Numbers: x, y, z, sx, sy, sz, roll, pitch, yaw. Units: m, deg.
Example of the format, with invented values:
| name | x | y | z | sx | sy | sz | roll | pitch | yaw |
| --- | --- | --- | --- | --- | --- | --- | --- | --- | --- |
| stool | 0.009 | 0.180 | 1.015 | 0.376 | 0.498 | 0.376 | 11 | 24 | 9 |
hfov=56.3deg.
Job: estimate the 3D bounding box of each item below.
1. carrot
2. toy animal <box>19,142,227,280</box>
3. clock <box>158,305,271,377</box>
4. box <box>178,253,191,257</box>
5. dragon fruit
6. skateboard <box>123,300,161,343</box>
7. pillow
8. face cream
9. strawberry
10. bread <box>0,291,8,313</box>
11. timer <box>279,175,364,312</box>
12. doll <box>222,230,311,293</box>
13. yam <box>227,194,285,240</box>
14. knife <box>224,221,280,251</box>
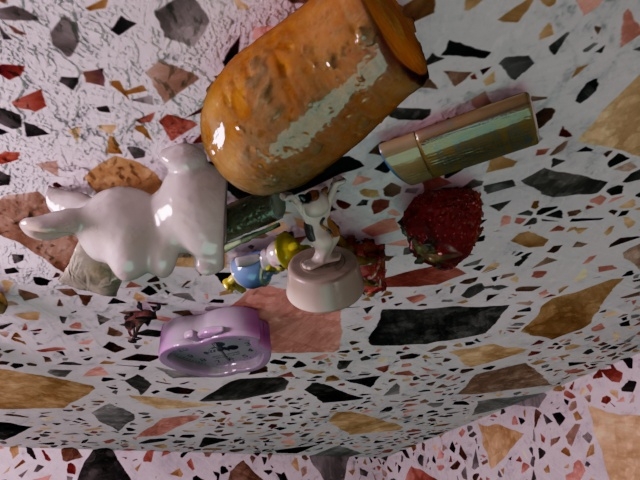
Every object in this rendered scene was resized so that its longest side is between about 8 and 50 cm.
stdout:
| name | x | y | z | sx | sy | sz | roll | pitch | yaw |
| --- | --- | --- | --- | --- | --- | --- | --- | --- | --- |
| carrot | -0.019 | -0.217 | 0.894 | 0.341 | 0.224 | 0.224 | -30 | 141 | 28 |
| toy animal | -0.353 | -0.052 | 1.138 | 0.368 | 0.196 | 0.241 | -8 | 111 | -1 |
| clock | -0.313 | 0.307 | 1.808 | 0.339 | 0.102 | 0.338 | -4 | 147 | -3 |
| box | -0.324 | 0.000 | 1.359 | 0.062 | 0.045 | 0.098 | -1 | 147 | -10 |
| dragon fruit | 0.095 | 0.052 | 1.452 | 0.208 | 0.133 | 0.150 | 33 | 107 | -24 |
| skateboard | -0.504 | 0.232 | 1.669 | 0.067 | 0.080 | 0.151 | 12 | 147 | -37 |
| pillow | -0.522 | 0.060 | 1.418 | 0.148 | 0.050 | 0.229 | 10 | 142 | -32 |
| face cream | 0.265 | -0.185 | 1.143 | 0.285 | 0.067 | 0.139 | -18 | 146 | 17 |
| strawberry | 0.270 | -0.039 | 1.302 | 0.201 | 0.184 | 0.187 | -45 | 111 | -9 |
| bread | -0.851 | 0.153 | 1.503 | 0.115 | 0.056 | 0.082 | -4 | 147 | -18 |
| timer | 0.000 | 0.000 | 1.279 | 0.175 | 0.175 | 0.265 | -6 | 120 | 0 |
| doll | -0.130 | 0.052 | 1.429 | 0.241 | 0.098 | 0.135 | -25 | 123 | 31 |
| yam | -0.158 | -0.053 | 1.275 | 0.179 | 0.078 | 0.078 | -19 | 146 | 18 |
| knife | -0.172 | -0.001 | 1.342 | 0.043 | 0.019 | 0.293 | -26 | -176 | -36 |
